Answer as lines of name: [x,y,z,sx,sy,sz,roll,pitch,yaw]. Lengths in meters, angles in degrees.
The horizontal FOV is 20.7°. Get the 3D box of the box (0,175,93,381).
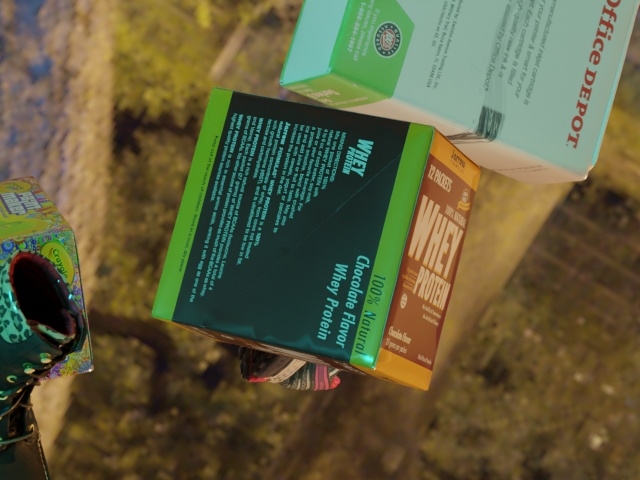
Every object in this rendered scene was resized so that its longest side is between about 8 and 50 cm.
box: [-0.440,0.059,2.079,0.279,0.177,0.290,-10,-163,-16]

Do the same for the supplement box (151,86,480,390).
supplement box: [0.000,0.000,1.389,0.194,0.191,0.129,11,172,24]

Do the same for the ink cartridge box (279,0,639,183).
ink cartridge box: [0.128,-0.186,1.562,0.272,0.198,0.115,21,170,-23]

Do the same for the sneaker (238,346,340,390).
sneaker: [0.028,0.044,1.786,0.112,0.299,0.121,17,-135,-26]

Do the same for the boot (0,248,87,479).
boot: [-0.265,0.135,1.531,0.085,0.178,0.236,-19,-97,-47]
